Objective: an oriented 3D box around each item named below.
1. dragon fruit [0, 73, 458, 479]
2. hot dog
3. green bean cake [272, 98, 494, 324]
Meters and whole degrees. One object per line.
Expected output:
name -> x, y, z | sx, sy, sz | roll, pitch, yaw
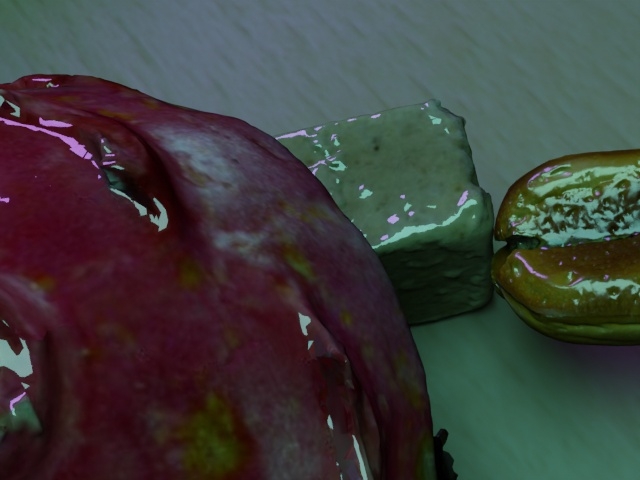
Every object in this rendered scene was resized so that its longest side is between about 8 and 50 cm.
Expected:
dragon fruit -> -0.149, 0.110, 0.459 | 0.371, 0.249, 0.386 | -10, 84, 27
hot dog -> 0.201, 0.000, 0.518 | 0.250, 0.068, 0.100 | -4, 62, 13
green bean cake -> 0.000, 0.000, 0.605 | 0.179, 0.109, 0.085 | -13, 63, 5
